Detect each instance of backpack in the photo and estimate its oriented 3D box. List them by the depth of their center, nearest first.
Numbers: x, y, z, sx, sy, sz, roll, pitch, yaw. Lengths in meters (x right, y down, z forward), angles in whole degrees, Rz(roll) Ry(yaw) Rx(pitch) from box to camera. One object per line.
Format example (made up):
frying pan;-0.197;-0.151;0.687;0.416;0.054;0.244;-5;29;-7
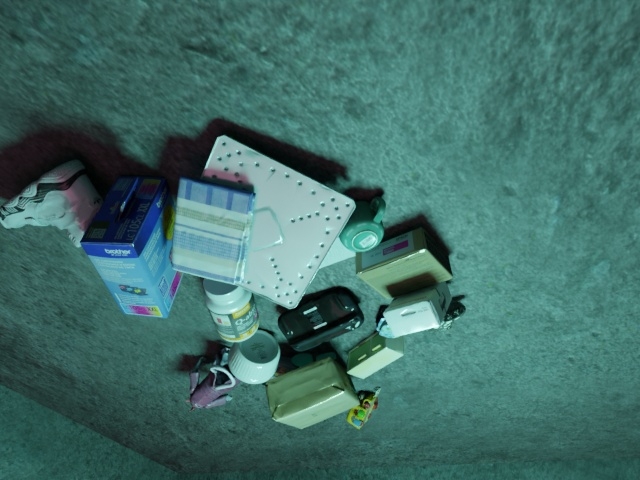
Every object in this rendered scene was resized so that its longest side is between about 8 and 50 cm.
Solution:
backpack;0.266;0.305;1.654;0.114;0.084;0.105;7;140;-4

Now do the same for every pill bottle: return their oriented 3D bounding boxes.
pill bottle;-0.312;0.222;1.591;0.162;0.162;0.278;2;138;6

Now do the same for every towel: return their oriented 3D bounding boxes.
towel;-0.289;-0.021;1.217;0.209;0.034;0.284;13;115;0

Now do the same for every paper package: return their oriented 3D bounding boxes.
paper package;-0.024;0.636;1.881;0.310;0.168;0.325;-23;148;4

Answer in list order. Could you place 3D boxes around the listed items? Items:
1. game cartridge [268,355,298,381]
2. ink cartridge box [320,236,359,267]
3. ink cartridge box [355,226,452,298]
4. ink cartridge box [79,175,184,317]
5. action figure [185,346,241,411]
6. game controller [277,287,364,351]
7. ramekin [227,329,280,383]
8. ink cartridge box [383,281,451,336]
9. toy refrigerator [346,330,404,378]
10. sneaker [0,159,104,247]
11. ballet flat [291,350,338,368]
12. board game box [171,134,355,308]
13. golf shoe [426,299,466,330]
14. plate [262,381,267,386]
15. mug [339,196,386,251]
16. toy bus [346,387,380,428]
game cartridge;-0.148;0.598;2.062;0.294;0.060;0.196;18;133;-11
ink cartridge box;0.000;0.000;1.373;0.208;0.045;0.206;-19;134;5
ink cartridge box;0.253;0.077;1.389;0.235;0.088;0.193;-23;136;29
ink cartridge box;-0.515;0.001;1.296;0.151;0.270;0.395;2;138;5
action figure;-0.458;0.647;1.985;0.248;0.275;0.370;43;101;-11
game controller;-0.004;0.291;1.648;0.319;0.067;0.166;-28;93;22
ramekin;-0.258;0.453;1.812;0.207;0.207;0.109;17;128;-10
ink cartridge box;0.311;0.204;1.432;0.159;0.218;0.092;-22;94;29
toy refrigerator;0.210;0.446;1.805;0.094;0.102;0.269;26;135;-19
sneaker;-0.766;-0.068;1.317;0.366;0.137;0.210;-24;109;25
ballet flat;-0.021;0.514;1.940;0.203;0.074;0.074;-9;136;9
board game box;-0.162;-0.039;1.246;0.390;0.050;0.390;26;115;-9
golf shoe;0.445;0.270;1.609;0.094;0.077;0.198;21;144;-30
plate;-0.184;0.693;2.145;0.188;0.024;0.188;15;168;3
mug;0.114;-0.040;1.266;0.130;0.097;0.157;-4;134;-10
toy bus;0.196;0.793;2.180;0.104;0.202;0.191;26;152;26
